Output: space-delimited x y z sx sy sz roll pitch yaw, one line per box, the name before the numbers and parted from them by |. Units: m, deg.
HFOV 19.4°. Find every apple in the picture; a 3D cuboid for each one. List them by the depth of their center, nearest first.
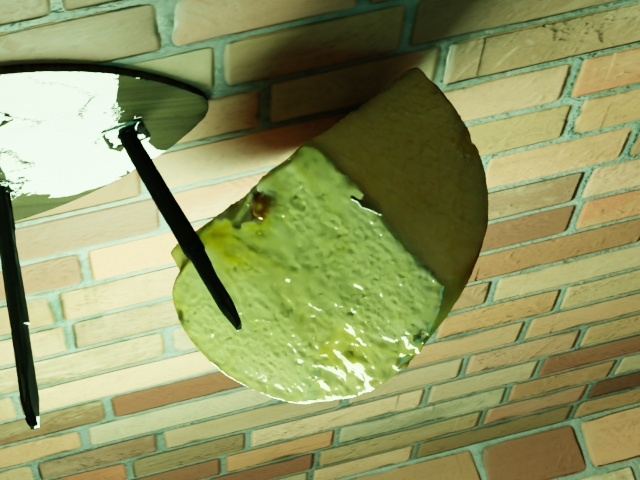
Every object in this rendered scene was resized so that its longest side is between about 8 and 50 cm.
apple | 0.000 0.000 1.873 0.252 0.314 0.309 14 142 -30

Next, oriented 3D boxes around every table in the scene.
table | -0.253 0.019 1.788 0.317 0.249 0.317 -14 157 -6
